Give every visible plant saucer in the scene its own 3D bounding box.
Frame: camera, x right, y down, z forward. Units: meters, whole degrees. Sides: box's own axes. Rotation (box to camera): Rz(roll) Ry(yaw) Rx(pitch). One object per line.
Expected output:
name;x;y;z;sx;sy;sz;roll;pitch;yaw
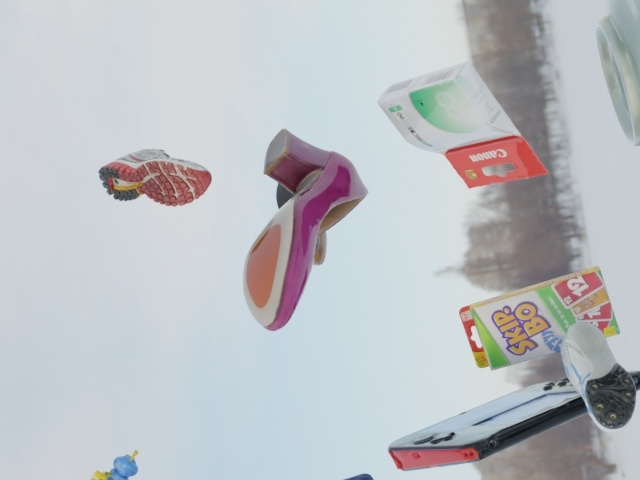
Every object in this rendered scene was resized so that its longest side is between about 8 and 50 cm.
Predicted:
plant saucer;0.523;-0.266;1.683;0.400;0.100;0.401;-17;-90;-80

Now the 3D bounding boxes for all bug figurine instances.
bug figurine;-0.284;0.476;1.710;0.279;0.216;0.072;36;-173;-16

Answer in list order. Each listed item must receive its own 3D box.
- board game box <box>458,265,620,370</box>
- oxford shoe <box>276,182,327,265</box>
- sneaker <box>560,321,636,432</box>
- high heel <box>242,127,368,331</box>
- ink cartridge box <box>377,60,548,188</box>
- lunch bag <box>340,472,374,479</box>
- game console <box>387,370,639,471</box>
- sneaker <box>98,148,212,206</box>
board game box;0.385;0.142;1.845;0.039;0.259;0.124;-55;-54;-73
oxford shoe;-0.027;-0.051;1.793;0.076;0.076;0.212;41;-141;-53
sneaker;0.436;0.224;1.640;0.237;0.085;0.086;-93;2;-58
high heel;0.000;0.000;1.485;0.181;0.127;0.377;30;-136;-24
ink cartridge box;0.215;-0.158;1.593;0.225;0.181;0.056;52;-120;-20
lunch bag;0.062;0.407;1.556;0.098;0.067;0.065;-117;14;-58
game console;0.337;0.316;1.857;0.342;0.386;0.060;-37;73;63
sneaker;-0.269;-0.119;1.745;0.093;0.225;0.088;-46;-48;-39
